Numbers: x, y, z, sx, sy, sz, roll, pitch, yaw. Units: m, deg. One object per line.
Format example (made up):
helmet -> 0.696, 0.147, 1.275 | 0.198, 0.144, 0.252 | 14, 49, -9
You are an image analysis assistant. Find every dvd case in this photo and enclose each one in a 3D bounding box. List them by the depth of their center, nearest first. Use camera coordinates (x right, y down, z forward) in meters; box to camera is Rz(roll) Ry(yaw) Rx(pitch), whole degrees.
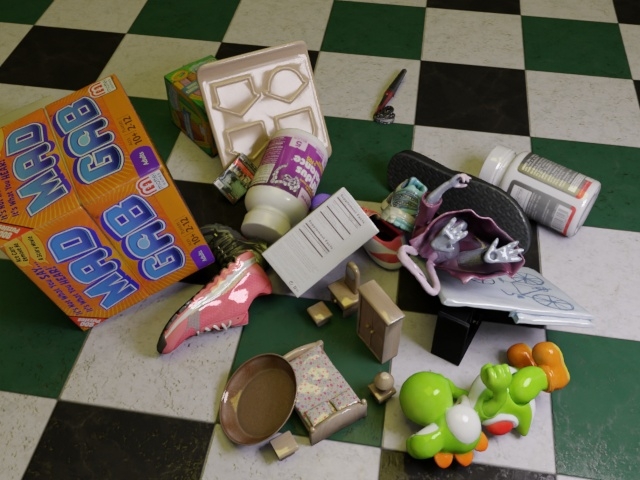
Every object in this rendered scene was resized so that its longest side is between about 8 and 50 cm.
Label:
dvd case -> -0.227, -0.170, 1.833 | 0.119, 0.087, 0.013 | -49, 26, -12

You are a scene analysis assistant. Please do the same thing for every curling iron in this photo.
curling iron -> 0.232, -0.463, 2.141 | 0.068, 0.035, 0.274 | 17, 51, 9

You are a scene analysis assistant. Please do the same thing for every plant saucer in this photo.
plant saucer -> -0.123, 0.334, 1.396 | 0.198, 0.036, 0.199 | -20, 50, 25

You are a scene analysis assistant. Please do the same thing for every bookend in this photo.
bookend -> 0.319, 0.170, 1.506 | 0.072, 0.156, 0.157 | 23, 52, 21

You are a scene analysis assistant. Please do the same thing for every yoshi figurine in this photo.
yoshi figurine -> 0.312, 0.305, 1.381 | 0.362, 0.204, 0.203 | -26, 38, -18

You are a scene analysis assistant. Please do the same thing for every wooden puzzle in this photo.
wooden puzzle -> -0.156, -0.353, 1.872 | 0.322, 0.348, 0.080 | -19, 21, -16

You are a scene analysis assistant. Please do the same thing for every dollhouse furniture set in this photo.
dollhouse furniture set -> -0.010, 0.235, 1.438 | 0.355, 0.174, 0.303 | -25, 53, -21

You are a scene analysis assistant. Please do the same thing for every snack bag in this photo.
snack bag -> 0.390, 0.110, 1.505 | 0.342, 0.037, 0.323 | 7, 16, -9

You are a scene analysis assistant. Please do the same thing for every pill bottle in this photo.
pill bottle -> -0.098, -0.132, 1.749 | 0.169, 0.169, 0.302 | 13, 61, 11
pill bottle -> 0.574, -0.139, 1.775 | 0.283, 0.161, 0.161 | 30, 55, 23

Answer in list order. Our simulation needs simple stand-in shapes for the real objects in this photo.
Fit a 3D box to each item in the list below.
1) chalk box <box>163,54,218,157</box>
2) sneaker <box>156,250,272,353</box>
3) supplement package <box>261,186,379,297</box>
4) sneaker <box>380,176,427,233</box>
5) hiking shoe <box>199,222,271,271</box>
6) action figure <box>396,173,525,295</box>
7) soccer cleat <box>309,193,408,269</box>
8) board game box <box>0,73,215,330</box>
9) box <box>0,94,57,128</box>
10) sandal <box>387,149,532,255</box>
chalk box -> -0.347, -0.422, 2.010 | 0.179, 0.180, 0.289 | -33, 55, -26
sneaker -> -0.236, 0.165, 1.541 | 0.314, 0.116, 0.136 | -44, 94, -18
supplement package -> 0.000, 0.000, 1.578 | 0.244, 0.139, 0.134 | -39, 93, 2
sneaker -> 0.227, -0.098, 1.694 | 0.110, 0.122, 0.283 | 30, 12, -1
hiking shoe -> -0.232, 0.033, 1.671 | 0.226, 0.086, 0.114 | 14, 47, 11
action figure -> 0.285, 0.019, 1.490 | 0.275, 0.370, 0.248 | -38, 101, -6
soccer cleat -> 0.098, -0.051, 1.725 | 0.318, 0.116, 0.108 | 37, 58, 27
board game box -> -0.516, -0.086, 1.554 | 0.356, 0.357, 0.356 | -29, 54, -8
box -> -0.864, -0.272, 1.900 | 0.311, 0.148, 0.121 | -34, 57, -24
sandal -> 0.378, -0.119, 1.766 | 0.445, 0.168, 0.107 | 36, 40, 27
